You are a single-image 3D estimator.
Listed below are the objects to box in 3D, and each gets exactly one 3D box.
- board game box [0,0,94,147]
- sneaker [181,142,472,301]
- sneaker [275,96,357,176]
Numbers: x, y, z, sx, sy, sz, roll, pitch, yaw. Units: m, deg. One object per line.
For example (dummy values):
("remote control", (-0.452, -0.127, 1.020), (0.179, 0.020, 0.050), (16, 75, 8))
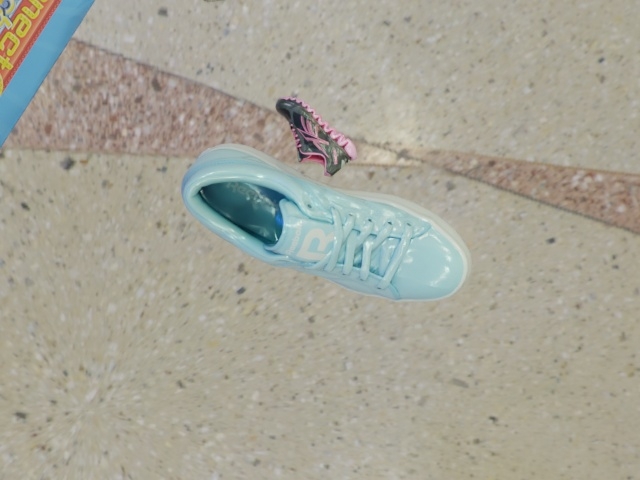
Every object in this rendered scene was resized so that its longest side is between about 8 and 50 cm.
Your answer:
("board game box", (-0.319, -0.134, 0.646), (0.302, 0.086, 0.308), (22, 77, 33))
("sneaker", (0.000, 0.000, 1.157), (0.366, 0.150, 0.135), (18, 111, 4))
("sneaker", (-0.015, -0.122, 1.163), (0.119, 0.047, 0.057), (41, 81, 11))
